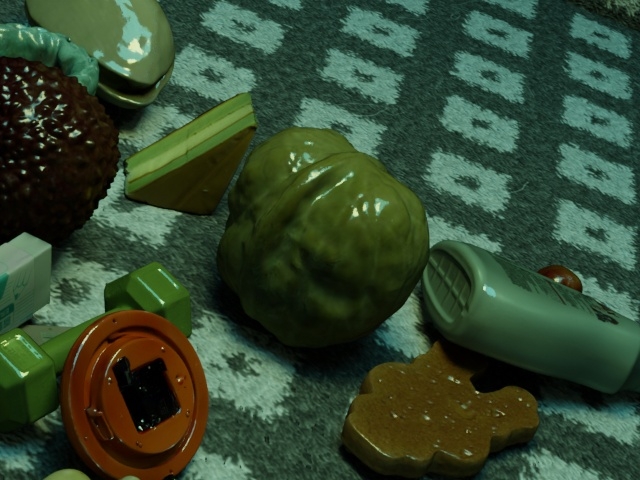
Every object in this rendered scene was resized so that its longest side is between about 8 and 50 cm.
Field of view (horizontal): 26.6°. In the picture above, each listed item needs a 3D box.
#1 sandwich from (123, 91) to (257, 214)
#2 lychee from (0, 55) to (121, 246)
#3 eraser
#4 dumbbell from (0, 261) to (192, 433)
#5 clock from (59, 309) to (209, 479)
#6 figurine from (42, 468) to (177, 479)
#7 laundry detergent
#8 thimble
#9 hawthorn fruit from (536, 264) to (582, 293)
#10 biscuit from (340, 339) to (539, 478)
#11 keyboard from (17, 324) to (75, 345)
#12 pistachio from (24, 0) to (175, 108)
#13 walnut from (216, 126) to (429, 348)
[{"bbox_3d":[-0.197,-0.146,2.045,0.144,0.187,0.117,16,31,-22],"label":"sandwich"},{"bbox_3d":[-0.403,-0.104,1.769,0.275,0.276,0.304,35,8,19],"label":"lychee"},{"bbox_3d":[-0.412,0.081,1.617,0.052,0.096,0.225,24,36,21],"label":"eraser"},{"bbox_3d":[-0.284,0.123,1.623,0.121,0.108,0.302,44,41,18],"label":"dumbbell"},{"bbox_3d":[-0.209,0.181,1.559,0.205,0.051,0.205,13,71,-44],"label":"clock"},{"bbox_3d":[-0.221,0.295,1.440,0.196,0.108,0.114,-2,61,-44],"label":"figurine"},{"bbox_3d":[0.354,0.129,2.013,0.397,0.125,0.264,21,13,-18],"label":"laundry detergent"},{"bbox_3d":[-0.452,-0.224,2.036,0.235,0.143,0.198,-6,41,-36],"label":"thimble"},{"bbox_3d":[0.375,0.076,2.164,0.081,0.081,0.093,15,18,-12],"label":"hawthorn fruit"},{"bbox_3d":[0.153,0.234,1.816,0.202,0.047,0.334,39,33,26],"label":"biscuit"},{"bbox_3d":[-0.336,0.128,1.696,0.166,0.017,0.055,4,31,-27],"label":"keyboard"},{"bbox_3d":[-0.352,-0.338,2.210,0.226,0.208,0.332,-8,50,-43],"label":"pistachio"},{"bbox_3d":[-0.001,-0.001,1.863,0.253,0.277,0.282,15,22,-30],"label":"walnut"}]
